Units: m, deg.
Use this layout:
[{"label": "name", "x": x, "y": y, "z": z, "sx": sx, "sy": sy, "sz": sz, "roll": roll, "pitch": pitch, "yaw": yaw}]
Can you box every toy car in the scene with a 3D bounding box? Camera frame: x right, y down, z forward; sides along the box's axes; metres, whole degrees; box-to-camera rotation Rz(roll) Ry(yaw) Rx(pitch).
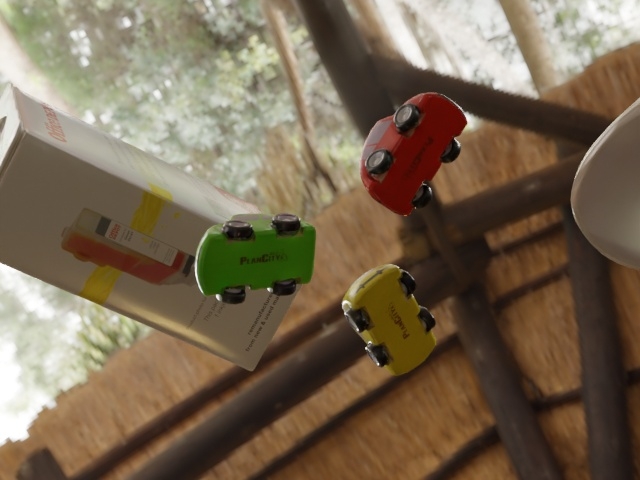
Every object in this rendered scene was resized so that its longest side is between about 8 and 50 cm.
[{"label": "toy car", "x": 0.000, "y": 0.000, "z": 0.919, "sx": 0.225, "sy": 0.239, "sz": 0.053, "roll": -6, "pitch": -158, "yaw": -29}]

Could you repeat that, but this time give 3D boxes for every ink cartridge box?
[{"label": "ink cartridge box", "x": -0.240, "y": -0.020, "z": 1.468, "sx": 0.160, "sy": 0.385, "sz": 0.279, "roll": -60, "pitch": -156, "yaw": 7}]

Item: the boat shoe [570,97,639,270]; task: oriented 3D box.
[{"label": "boat shoe", "x": 0.315, "y": -0.099, "z": 0.699, "sx": 0.340, "sy": 0.127, "sz": 0.158, "roll": -29, "pitch": -174, "yaw": 31}]
